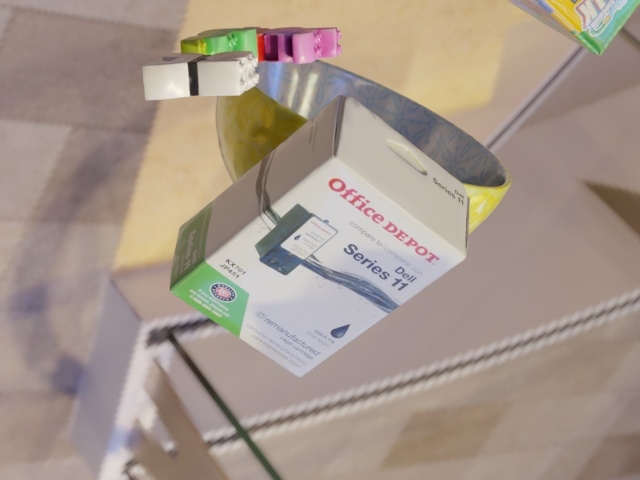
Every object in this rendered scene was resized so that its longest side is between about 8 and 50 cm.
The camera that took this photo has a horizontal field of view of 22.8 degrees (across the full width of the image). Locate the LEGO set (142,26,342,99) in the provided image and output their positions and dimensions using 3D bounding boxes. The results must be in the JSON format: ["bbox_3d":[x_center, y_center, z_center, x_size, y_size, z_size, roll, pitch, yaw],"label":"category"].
[{"bbox_3d":[-0.030,-0.141,0.942,0.227,0.093,0.087,-50,138,-72],"label":"LEGO set"}]

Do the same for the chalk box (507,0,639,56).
[{"bbox_3d":[0.229,-0.314,1.534,0.289,0.180,0.179,32,96,-45],"label":"chalk box"}]

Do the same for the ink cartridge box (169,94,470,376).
[{"bbox_3d":[0.000,0.000,1.308,0.153,0.087,0.208,36,125,-23],"label":"ink cartridge box"}]

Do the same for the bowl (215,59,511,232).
[{"bbox_3d":[0.017,-0.053,1.496,0.289,0.289,0.156,6,115,-47],"label":"bowl"}]
